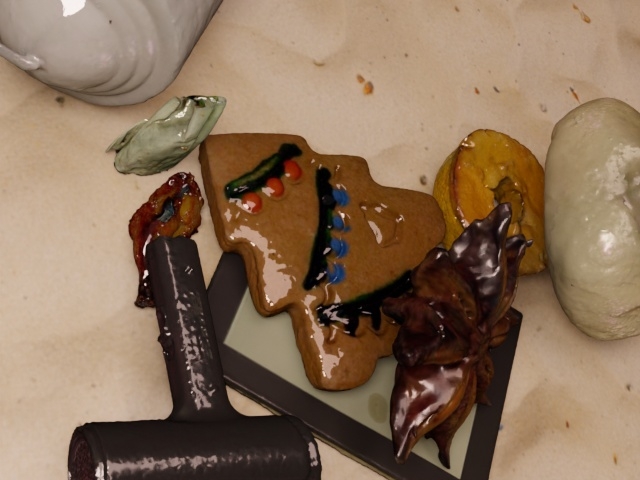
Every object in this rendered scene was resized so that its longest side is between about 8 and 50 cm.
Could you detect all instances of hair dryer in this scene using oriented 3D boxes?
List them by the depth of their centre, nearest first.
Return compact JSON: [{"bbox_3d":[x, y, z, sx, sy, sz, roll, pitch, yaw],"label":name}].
[{"bbox_3d":[-0.116,0.114,0.907,0.197,0.089,0.251,2,65,-30],"label":"hair dryer"}]

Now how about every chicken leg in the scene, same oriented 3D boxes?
[{"bbox_3d":[-0.146,-0.005,0.990,0.062,0.037,0.145,47,47,-23],"label":"chicken leg"}]

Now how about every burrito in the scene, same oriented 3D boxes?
[{"bbox_3d":[-0.138,-0.098,0.989,0.074,0.118,0.044,-3,71,-43],"label":"burrito"}]

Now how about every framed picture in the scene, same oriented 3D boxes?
[{"bbox_3d":[0.049,0.092,1.077,0.347,0.016,0.265,32,52,-16],"label":"framed picture"}]

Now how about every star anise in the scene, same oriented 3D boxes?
[{"bbox_3d":[0.113,0.086,1.014,0.102,0.272,0.272,20,42,28],"label":"star anise"}]

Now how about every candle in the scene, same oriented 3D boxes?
[{"bbox_3d":[-0.187,-0.255,0.976,0.221,0.221,0.342,33,55,-15],"label":"candle"}]

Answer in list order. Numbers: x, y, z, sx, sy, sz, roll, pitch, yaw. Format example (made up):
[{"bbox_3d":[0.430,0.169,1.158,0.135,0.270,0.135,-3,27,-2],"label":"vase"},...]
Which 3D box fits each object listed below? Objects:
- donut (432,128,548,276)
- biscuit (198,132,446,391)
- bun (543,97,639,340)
[{"bbox_3d":[0.193,-0.037,1.214,0.162,0.065,0.178,35,50,-20],"label":"donut"},{"bbox_3d":[0.001,-0.001,1.056,0.301,0.043,0.278,37,51,-12],"label":"biscuit"},{"bbox_3d":[0.342,-0.020,1.197,0.273,0.168,0.273,26,60,-57],"label":"bun"}]
